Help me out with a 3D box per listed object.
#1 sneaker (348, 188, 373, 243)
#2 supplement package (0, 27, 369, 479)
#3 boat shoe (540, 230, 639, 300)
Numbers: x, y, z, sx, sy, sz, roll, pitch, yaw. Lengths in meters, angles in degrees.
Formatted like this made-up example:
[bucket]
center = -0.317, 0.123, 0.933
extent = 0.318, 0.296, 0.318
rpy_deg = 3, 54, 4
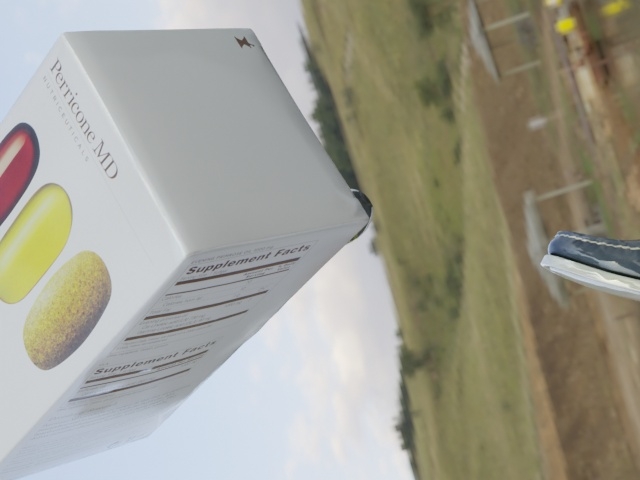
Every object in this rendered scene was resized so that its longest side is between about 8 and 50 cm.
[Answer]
[sneaker]
center = 0.000, 0.000, 0.805
extent = 0.031, 0.083, 0.035
rpy_deg = 47, -147, -5
[supplement package]
center = -0.116, 0.011, 0.715
extent = 0.134, 0.244, 0.139
rpy_deg = -12, -116, -47
[boat shoe]
center = 0.296, 0.016, 0.965
extent = 0.095, 0.254, 0.079
rpy_deg = 8, -88, -75
